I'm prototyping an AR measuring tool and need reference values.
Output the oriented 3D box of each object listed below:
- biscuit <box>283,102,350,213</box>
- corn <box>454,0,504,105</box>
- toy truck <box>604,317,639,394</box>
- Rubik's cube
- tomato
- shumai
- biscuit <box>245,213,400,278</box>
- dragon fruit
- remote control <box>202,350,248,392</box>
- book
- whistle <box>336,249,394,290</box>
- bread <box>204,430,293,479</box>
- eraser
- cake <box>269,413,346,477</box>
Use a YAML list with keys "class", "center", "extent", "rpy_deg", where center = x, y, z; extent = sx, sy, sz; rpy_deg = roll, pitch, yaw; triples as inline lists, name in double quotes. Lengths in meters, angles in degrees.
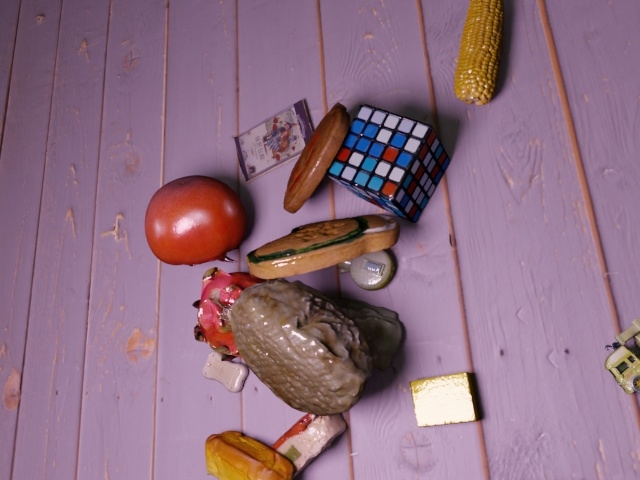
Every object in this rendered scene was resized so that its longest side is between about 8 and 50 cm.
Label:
- class: "biscuit"
  center: [-0.015, -0.199, 1.296]
  extent: [0.272, 0.049, 0.257]
  rpy_deg: [-54, 16, 28]
- class: "corn"
  center: [0.370, -0.439, 1.268]
  extent: [0.102, 0.101, 0.310]
  rpy_deg: [4, 73, 27]
- class: "toy truck"
  center: [0.587, 0.192, 0.983]
  extent: [0.169, 0.077, 0.100]
  rpy_deg: [-44, 64, 9]
- class: "Rubik's cube"
  center: [0.158, -0.171, 1.239]
  extent: [0.182, 0.187, 0.184]
  rpy_deg: [27, 90, 29]
- class: "tomato"
  center: [-0.315, -0.047, 1.390]
  extent: [0.256, 0.256, 0.224]
  rpy_deg: [1, 118, 26]
- class: "shumai"
  center: [0.002, 0.180, 1.167]
  extent: [0.330, 0.291, 0.288]
  rpy_deg: [39, 53, 10]
- class: "biscuit"
  center: [0.000, -0.002, 1.237]
  extent: [0.344, 0.287, 0.057]
  rpy_deg: [-15, 104, -5]
- class: "dragon fruit"
  center: [-0.192, 0.174, 1.287]
  extent: [0.224, 0.227, 0.223]
  rpy_deg: [-7, 76, 31]
- class: "remote control"
  center: [-0.237, 0.326, 1.365]
  extent: [0.122, 0.032, 0.074]
  rpy_deg: [21, 84, 30]
- class: "book"
  center: [-0.127, -0.270, 1.496]
  extent: [0.231, 0.026, 0.157]
  rpy_deg: [-24, 66, 18]
- class: "whistle"
  center: [0.078, 0.050, 1.282]
  extent: [0.199, 0.057, 0.104]
  rpy_deg: [19, 83, 28]
- class: "bread"
  center: [-0.161, 0.496, 1.213]
  extent: [0.246, 0.102, 0.094]
  rpy_deg: [10, 105, 43]
- class: "eraser"
  center: [0.252, 0.326, 1.122]
  extent: [0.123, 0.045, 0.097]
  rpy_deg: [-14, 70, 22]
- class: "cake"
  center: [-0.049, 0.447, 1.190]
  extent: [0.220, 0.117, 0.086]
  rpy_deg: [-41, 68, 8]
